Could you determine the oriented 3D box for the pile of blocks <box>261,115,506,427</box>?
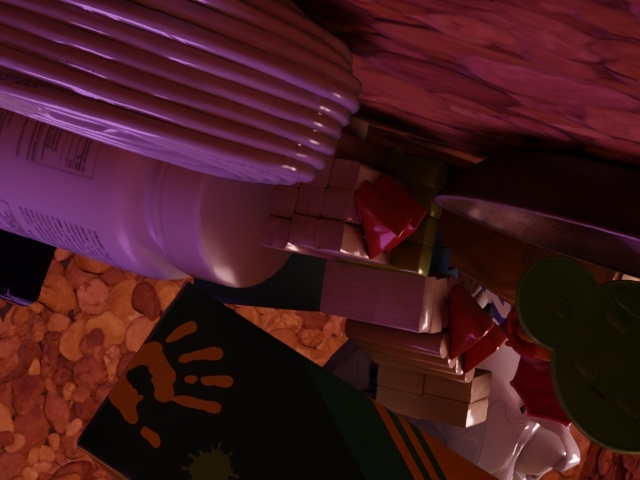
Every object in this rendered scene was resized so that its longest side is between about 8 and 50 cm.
[{"bbox_3d":[0.080,0.023,1.149,0.112,0.149,0.362,10,153,28],"label":"pile of blocks"}]

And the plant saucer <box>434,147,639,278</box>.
[{"bbox_3d":[0.230,-0.002,1.005,0.310,0.050,0.310,18,178,1],"label":"plant saucer"}]

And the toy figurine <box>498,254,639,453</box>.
[{"bbox_3d":[0.190,0.091,1.199,0.173,0.130,0.159,40,162,-9],"label":"toy figurine"}]

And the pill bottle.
[{"bbox_3d":[-0.155,-0.059,1.235,0.283,0.160,0.160,17,178,36],"label":"pill bottle"}]

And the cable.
[{"bbox_3d":[-0.104,-0.095,0.772,0.257,0.089,0.257,16,177,41],"label":"cable"}]

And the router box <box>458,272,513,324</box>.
[{"bbox_3d":[0.277,0.080,1.662,0.335,0.082,0.301,9,178,1],"label":"router box"}]

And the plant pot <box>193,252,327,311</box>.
[{"bbox_3d":[0.000,0.000,1.596,0.234,0.165,0.166,10,178,1],"label":"plant pot"}]

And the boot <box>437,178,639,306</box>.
[{"bbox_3d":[0.172,0.010,1.339,0.211,0.104,0.295,23,173,18],"label":"boot"}]

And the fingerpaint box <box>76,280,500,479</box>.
[{"bbox_3d":[0.011,0.239,1.323,0.371,0.163,0.445,32,167,8],"label":"fingerpaint box"}]

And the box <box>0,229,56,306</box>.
[{"bbox_3d":[-0.454,-0.114,1.401,0.395,0.212,0.293,16,174,38],"label":"box"}]

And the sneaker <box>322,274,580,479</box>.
[{"bbox_3d":[0.105,0.177,1.489,0.210,0.137,0.366,49,150,-1],"label":"sneaker"}]
